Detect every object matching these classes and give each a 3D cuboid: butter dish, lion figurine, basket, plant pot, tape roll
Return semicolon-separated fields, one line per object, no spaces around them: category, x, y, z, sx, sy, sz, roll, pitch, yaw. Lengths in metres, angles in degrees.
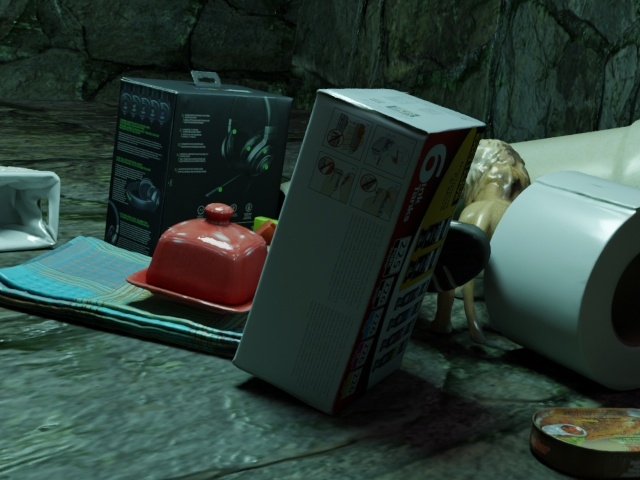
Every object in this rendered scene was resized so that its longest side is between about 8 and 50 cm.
butter dish;-0.131;0.013;1.275;0.160;0.118;0.160;14;12;16
lion figurine;0.243;-0.010;1.502;0.142;0.240;0.392;9;13;4
basket;-0.475;-0.048;1.504;0.167;0.113;0.103;-4;13;-44
plant pot;0.431;-0.048;1.733;0.305;0.334;0.334;2;8;28
tape roll;0.350;0.046;1.315;0.246;0.246;0.169;0;14;-34

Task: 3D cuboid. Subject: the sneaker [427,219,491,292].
sneaker;0.124;-0.004;1.404;0.281;0.106;0.162;-14;23;40

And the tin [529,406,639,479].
tin;0.301;0.204;1.052;0.189;0.040;0.106;4;9;-19

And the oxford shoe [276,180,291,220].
oxford shoe;0.031;-0.061;1.679;0.146;0.140;0.397;-24;1;-44

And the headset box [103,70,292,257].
headset box;-0.183;-0.112;1.583;0.131;0.283;0.246;19;17;38

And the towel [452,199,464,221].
towel;0.362;-0.078;2.093;0.325;0.038;0.248;3;-18;-14

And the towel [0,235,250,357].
towel;-0.202;0.066;1.333;0.370;0.040;0.271;12;13;14

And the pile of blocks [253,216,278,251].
pile of blocks;0.000;0.000;1.595;0.362;0.113;0.149;0;15;-37

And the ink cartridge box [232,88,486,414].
ink cartridge box;0.060;-0.003;1.155;0.130;0.309;0.272;24;18;20
